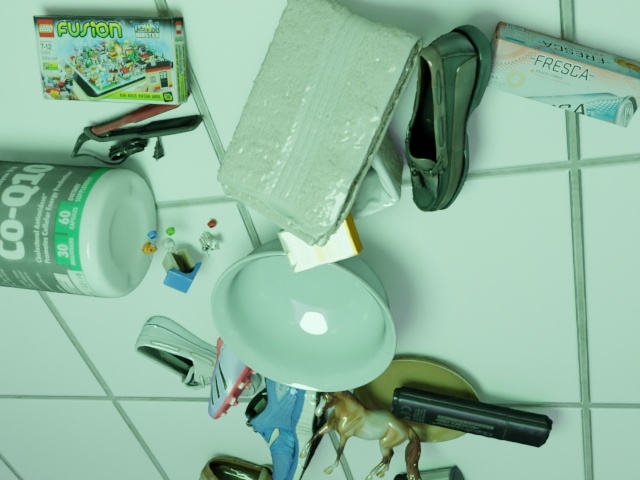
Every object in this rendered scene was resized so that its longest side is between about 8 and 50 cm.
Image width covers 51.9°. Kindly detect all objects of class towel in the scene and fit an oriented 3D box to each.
[{"bbox_3d":[-0.012,-0.149,0.813,0.187,0.049,0.282,30,108,21],"label":"towel"}]

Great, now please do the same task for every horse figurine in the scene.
[{"bbox_3d":[0.086,0.363,1.216,0.263,0.066,0.174,21,105,-16],"label":"horse figurine"}]

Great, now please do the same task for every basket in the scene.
[{"bbox_3d":[0.022,-0.097,0.909,0.167,0.103,0.113,-18,121,27],"label":"basket"}]

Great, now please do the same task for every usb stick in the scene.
[{"bbox_3d":[0.264,0.312,1.167,0.278,0.045,0.077,10,137,9],"label":"usb stick"}]

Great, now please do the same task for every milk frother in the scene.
[{"bbox_3d":[0.245,0.542,1.381,0.134,0.129,0.143,-19,164,29],"label":"milk frother"}]

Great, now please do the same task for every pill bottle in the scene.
[{"bbox_3d":[-0.466,-0.023,1.047,0.361,0.204,0.204,4,129,13],"label":"pill bottle"}]

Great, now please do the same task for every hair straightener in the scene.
[{"bbox_3d":[-0.276,-0.149,0.988,0.230,0.047,0.089,-15,123,20],"label":"hair straightener"}]

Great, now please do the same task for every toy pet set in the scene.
[{"bbox_3d":[-0.225,0.033,1.072,0.065,0.122,0.114,59,139,22],"label":"toy pet set"}]

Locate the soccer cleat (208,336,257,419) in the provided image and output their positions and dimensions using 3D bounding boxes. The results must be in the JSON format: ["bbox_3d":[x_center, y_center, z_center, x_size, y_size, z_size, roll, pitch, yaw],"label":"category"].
[{"bbox_3d":[-0.161,0.219,1.212,0.095,0.083,0.248,32,113,12],"label":"soccer cleat"}]

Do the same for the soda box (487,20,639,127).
[{"bbox_3d":[0.286,-0.197,0.779,0.183,0.058,0.063,17,131,3],"label":"soda box"}]

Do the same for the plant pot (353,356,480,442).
[{"bbox_3d":[0.179,0.293,1.226,0.236,0.032,0.236,8,131,10],"label":"plant pot"}]

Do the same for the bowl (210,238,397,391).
[{"bbox_3d":[-0.014,0.096,1.056,0.297,0.134,0.298,9,130,11],"label":"bowl"}]

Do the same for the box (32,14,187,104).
[{"bbox_3d":[-0.286,-0.248,0.899,0.207,0.036,0.114,5,109,13],"label":"box"}]

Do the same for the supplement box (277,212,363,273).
[{"bbox_3d":[0.000,0.000,0.882,0.098,0.036,0.062,-16,101,19],"label":"supplement box"}]

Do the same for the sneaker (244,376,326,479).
[{"bbox_3d":[-0.070,0.361,1.312,0.147,0.130,0.330,18,125,15],"label":"sneaker"}]

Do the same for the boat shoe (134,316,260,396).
[{"bbox_3d":[-0.241,0.248,1.280,0.258,0.084,0.095,29,130,-7],"label":"boat shoe"}]

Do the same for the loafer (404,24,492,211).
[{"bbox_3d":[0.137,-0.138,0.826,0.084,0.096,0.268,-21,140,-23],"label":"loafer"}]

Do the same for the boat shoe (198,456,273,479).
[{"bbox_3d":[-0.125,0.578,1.493,0.324,0.123,0.116,13,128,4],"label":"boat shoe"}]
